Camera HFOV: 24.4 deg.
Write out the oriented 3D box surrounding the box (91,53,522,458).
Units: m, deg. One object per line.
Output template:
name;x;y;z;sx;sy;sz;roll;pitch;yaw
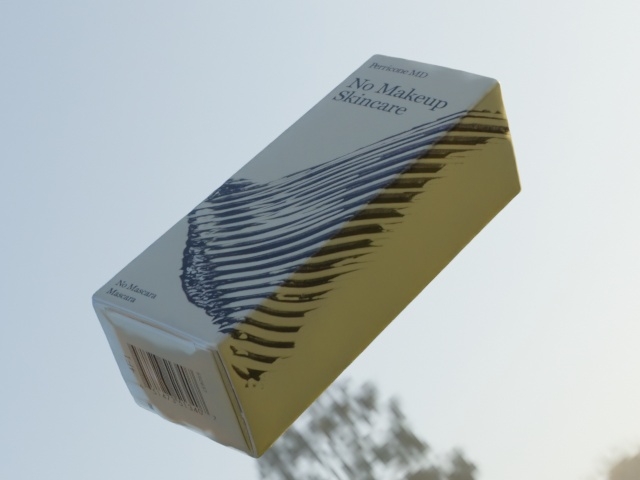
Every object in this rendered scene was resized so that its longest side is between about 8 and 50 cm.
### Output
box;0.000;0.000;0.908;0.275;0.113;0.094;-45;-46;-32
